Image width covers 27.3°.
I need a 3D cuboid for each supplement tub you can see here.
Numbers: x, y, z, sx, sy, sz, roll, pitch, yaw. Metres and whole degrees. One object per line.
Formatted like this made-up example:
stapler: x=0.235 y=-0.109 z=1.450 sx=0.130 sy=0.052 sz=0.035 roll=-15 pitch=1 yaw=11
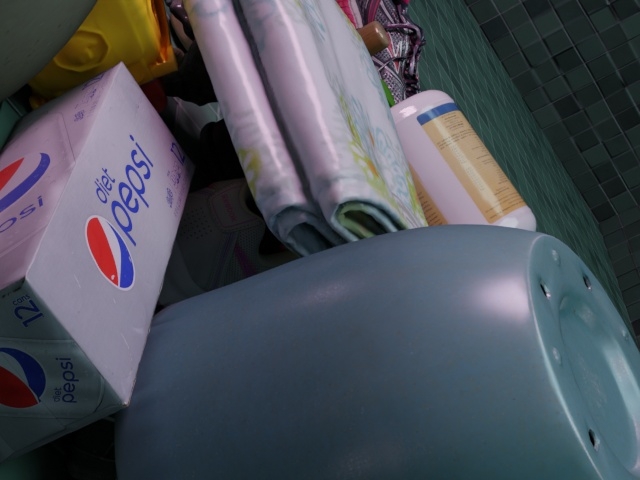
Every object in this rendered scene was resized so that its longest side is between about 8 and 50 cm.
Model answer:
supplement tub: x=0.114 y=-0.027 z=1.256 sx=0.199 sy=0.144 sz=0.144 roll=56 pitch=16 yaw=9

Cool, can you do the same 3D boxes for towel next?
towel: x=-0.004 y=-0.110 z=1.040 sx=0.320 sy=0.090 sz=0.374 roll=50 pitch=17 yaw=-60

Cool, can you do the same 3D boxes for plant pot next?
plant pot: x=0.065 y=0.125 z=0.767 sx=0.293 sy=0.235 sz=0.293 roll=44 pitch=32 yaw=-36

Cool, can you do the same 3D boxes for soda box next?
soda box: x=-0.156 y=0.000 z=0.812 sx=0.098 sy=0.091 sz=0.286 roll=56 pitch=19 yaw=-25

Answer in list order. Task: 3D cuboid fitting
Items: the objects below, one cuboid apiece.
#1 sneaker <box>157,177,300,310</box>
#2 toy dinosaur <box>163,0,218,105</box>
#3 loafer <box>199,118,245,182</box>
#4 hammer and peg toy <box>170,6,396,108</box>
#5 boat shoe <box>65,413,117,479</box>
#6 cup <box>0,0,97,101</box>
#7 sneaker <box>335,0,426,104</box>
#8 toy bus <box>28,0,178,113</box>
sneaker: x=-0.050 y=0.008 z=1.073 sx=0.103 sy=0.111 sz=0.252 roll=67 pitch=17 yaw=11
toy dinosaur: x=-0.125 y=-0.160 z=1.146 sx=0.268 sy=0.064 sz=0.118 roll=-21 pitch=81 yaw=-59
loafer: x=0.000 y=0.000 z=1.254 sx=0.302 sy=0.095 sz=0.109 roll=58 pitch=19 yaw=-16
hammer and peg toy: x=-0.024 y=-0.219 z=1.451 sx=0.361 sy=0.127 sz=0.266 roll=41 pitch=27 yaw=-50
boat shoe: x=-0.089 y=0.130 z=0.861 sx=0.219 sy=0.078 sz=0.070 roll=20 pitch=86 yaw=-58
cup: x=-0.220 y=-0.171 z=0.592 sx=0.237 sy=0.331 sz=0.331 roll=92 pitch=-23 yaw=-72
sneaker: x=0.109 y=-0.262 z=1.931 sx=0.121 sy=0.112 sz=0.299 roll=32 pitch=35 yaw=-59
toy bus: x=-0.179 y=-0.196 z=0.978 sx=0.211 sy=0.149 sz=0.220 roll=63 pitch=9 yaw=-50
